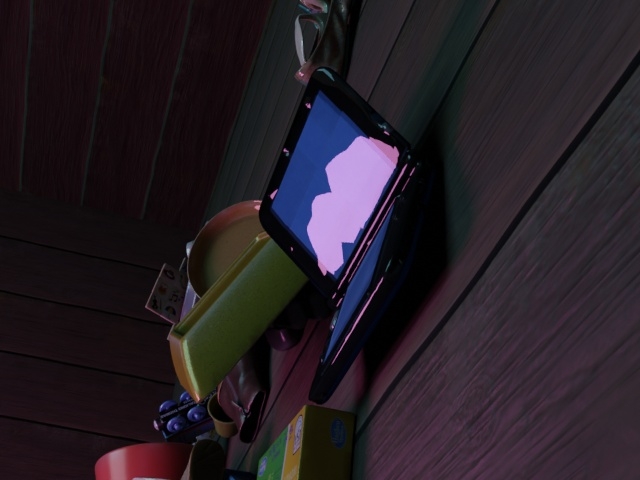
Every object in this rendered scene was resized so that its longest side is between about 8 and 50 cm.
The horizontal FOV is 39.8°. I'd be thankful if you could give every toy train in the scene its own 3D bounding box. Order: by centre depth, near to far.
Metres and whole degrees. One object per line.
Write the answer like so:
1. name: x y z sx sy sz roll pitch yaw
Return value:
1. toy train: -0.274 0.385 1.953 0.080 0.184 0.105 52 159 46

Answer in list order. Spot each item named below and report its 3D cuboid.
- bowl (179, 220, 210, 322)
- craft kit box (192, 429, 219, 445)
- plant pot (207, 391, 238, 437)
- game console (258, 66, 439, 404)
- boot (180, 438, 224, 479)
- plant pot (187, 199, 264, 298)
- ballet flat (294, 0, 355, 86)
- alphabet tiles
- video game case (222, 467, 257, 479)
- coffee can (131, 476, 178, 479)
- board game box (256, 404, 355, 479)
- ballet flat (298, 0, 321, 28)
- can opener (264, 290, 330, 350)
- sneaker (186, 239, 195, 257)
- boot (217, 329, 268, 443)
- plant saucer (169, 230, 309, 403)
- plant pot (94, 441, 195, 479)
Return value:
1. bowl: -0.201 0.127 1.900 0.311 0.163 0.311 -166 90 -78
2. craft kit box: -0.256 0.361 2.176 0.250 0.061 0.246 -89 14 -47
3. plant pot: -0.189 0.363 1.819 0.079 0.083 0.083 96 177 -45
4. game console: 0.000 0.000 1.021 0.293 0.173 0.250 115 177 -47
5. boot: -0.218 0.467 1.511 0.165 0.077 0.213 116 166 -52
6. plant pot: -0.145 0.030 1.703 0.032 0.236 0.236 54 -144 -53
7. ballet flat: 0.011 -0.421 1.642 0.107 0.106 0.316 129 152 -65
8. alphabet tiles: -0.288 0.161 2.054 0.009 0.237 0.198 -20 43 49
9. video game case: -0.144 0.514 1.444 0.269 0.061 0.244 153 129 -75
10. coffee can: -0.286 0.604 1.667 0.201 0.202 0.275 128 153 -64
11. board game box: -0.036 0.386 1.054 0.242 0.064 0.316 120 160 -55
12. ballet flat: 0.010 -0.484 1.836 0.079 0.077 0.221 -54 23 15
13. can opener: -0.040 0.123 1.409 0.280 0.074 0.093 146 101 -76
14. sneaker: -0.235 0.066 2.341 0.256 0.151 0.094 57 -159 -57
15. boot: -0.129 0.237 1.700 0.207 0.090 0.248 -133 58 -62
16. plant saucer: -0.124 0.089 1.394 0.333 0.081 0.333 -49 7 -12
17. plant pot: -0.354 0.599 1.918 0.275 0.275 0.243 119 150 -53
